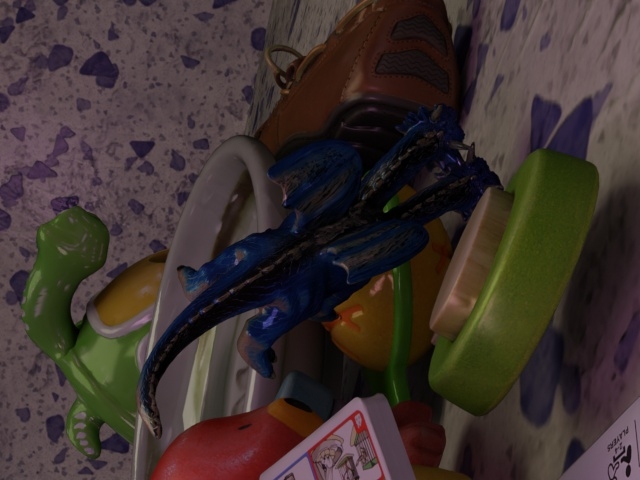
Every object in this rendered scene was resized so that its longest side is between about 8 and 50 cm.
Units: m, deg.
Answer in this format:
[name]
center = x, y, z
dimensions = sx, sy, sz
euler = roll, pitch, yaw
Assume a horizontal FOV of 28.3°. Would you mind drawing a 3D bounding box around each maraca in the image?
[maraca]
center = 0.043, 0.043, 0.875
dimensions = 0.127, 0.099, 0.186
euler = -124, 30, -76

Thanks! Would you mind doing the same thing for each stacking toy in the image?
[stacking toy]
center = 0.010, 0.073, 0.647
dimensions = 0.309, 0.130, 0.280
euler = 114, 180, -81

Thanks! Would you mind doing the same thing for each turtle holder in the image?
[turtle holder]
center = -0.148, 0.103, 1.327
dimensions = 0.227, 0.320, 0.243
euler = -52, -12, 12

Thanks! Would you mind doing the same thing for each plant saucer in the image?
[plant saucer]
center = -0.063, 0.119, 1.028
dimensions = 0.400, 0.100, 0.401
euler = -169, 90, -73

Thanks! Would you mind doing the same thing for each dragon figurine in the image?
[dragon figurine]
center = 0.000, 0.000, 0.710
dimensions = 0.144, 0.085, 0.289
euler = -45, -11, 34

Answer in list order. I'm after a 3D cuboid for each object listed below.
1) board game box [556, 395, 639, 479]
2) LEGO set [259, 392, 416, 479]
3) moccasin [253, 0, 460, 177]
[board game box]
center = 0.093, 0.209, 0.402
dimensions = 0.347, 0.078, 0.233
euler = 114, 165, -53
[LEGO set]
center = 0.003, 0.181, 0.439
dimensions = 0.244, 0.060, 0.182
euler = -48, 54, 48
[moccasin]
center = 0.012, -0.107, 1.111
dimensions = 0.380, 0.139, 0.147
euler = 125, 156, -67
